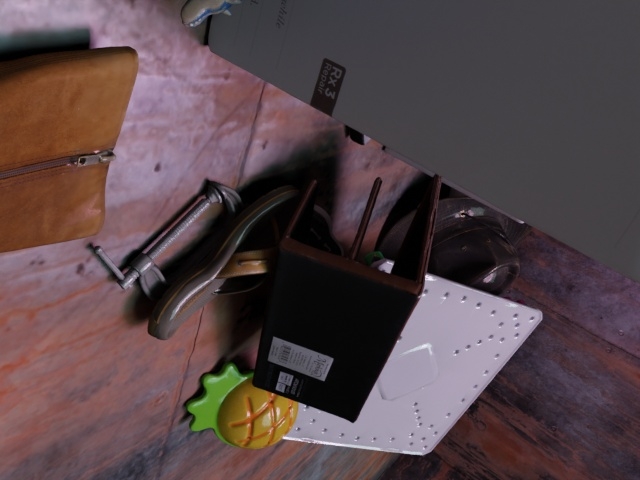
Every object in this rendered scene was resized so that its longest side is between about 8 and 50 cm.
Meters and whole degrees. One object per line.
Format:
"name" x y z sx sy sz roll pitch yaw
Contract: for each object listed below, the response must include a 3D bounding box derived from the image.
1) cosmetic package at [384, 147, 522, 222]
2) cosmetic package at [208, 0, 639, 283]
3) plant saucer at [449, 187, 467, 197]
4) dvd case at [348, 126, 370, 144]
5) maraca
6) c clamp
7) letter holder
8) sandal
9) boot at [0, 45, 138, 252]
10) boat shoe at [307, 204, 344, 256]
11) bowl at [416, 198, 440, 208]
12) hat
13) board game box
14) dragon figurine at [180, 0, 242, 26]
"cosmetic package" 0.220 -0.129 0.857 0.085 0.231 0.117 -12 130 -59
"cosmetic package" 0.121 -0.167 0.425 0.156 0.385 0.217 -28 143 -49
"plant saucer" 0.355 -0.186 1.215 0.400 0.100 0.400 -44 153 -29
"dvd case" 0.089 -0.249 0.708 0.179 0.029 0.239 -48 154 -20
"maraca" -0.105 0.235 0.856 0.185 0.099 0.127 30 88 -41
"c clamp" -0.133 -0.001 0.591 0.161 0.022 0.137 -46 155 -26
"letter holder" 0.031 0.052 0.766 0.302 0.152 0.214 105 5 -49
"sandal" -0.088 0.030 0.639 0.219 0.060 0.090 -46 168 -27
"boot" -0.194 -0.075 0.292 0.280 0.096 0.264 -25 140 -53
"boat shoe" 0.000 0.000 0.823 0.038 0.046 0.125 -50 153 -17
"bowl" 0.215 -0.015 1.216 0.142 0.053 0.142 -58 155 0
"hat" 0.267 0.054 1.123 0.331 0.134 0.331 -12 146 -8
"board game box" 0.146 0.221 1.070 0.390 0.050 0.390 18 115 -30
"dragon figurine" -0.005 -0.224 0.322 0.289 0.085 0.144 -35 -160 25
